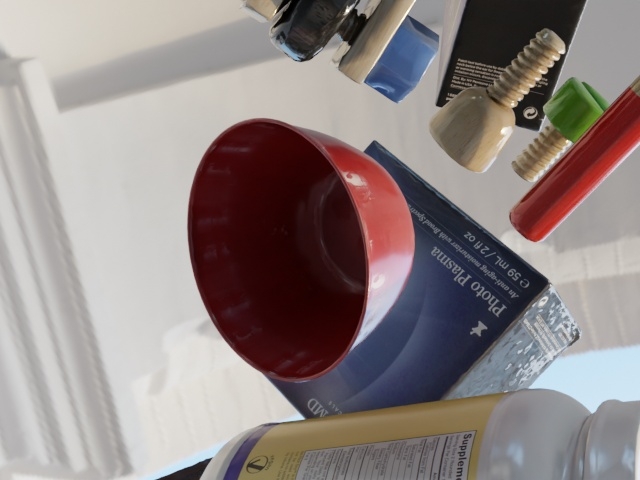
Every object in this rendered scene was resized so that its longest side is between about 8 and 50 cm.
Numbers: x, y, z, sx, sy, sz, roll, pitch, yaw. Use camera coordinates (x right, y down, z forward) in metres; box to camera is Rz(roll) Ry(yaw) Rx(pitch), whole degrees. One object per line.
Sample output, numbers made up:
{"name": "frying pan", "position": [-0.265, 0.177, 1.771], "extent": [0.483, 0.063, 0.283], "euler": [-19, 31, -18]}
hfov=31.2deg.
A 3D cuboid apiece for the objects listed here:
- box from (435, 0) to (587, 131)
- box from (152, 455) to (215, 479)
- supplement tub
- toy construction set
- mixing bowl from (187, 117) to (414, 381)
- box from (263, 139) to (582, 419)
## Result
{"name": "box", "position": [0.175, -0.251, 1.018], "extent": [0.103, 0.261, 0.184], "euler": [15, -51, -2]}
{"name": "box", "position": [-0.129, 0.357, 1.122], "extent": [0.168, 0.167, 0.203], "euler": [38, -47, 44]}
{"name": "supplement tub", "position": [0.093, 0.235, 0.828], "extent": [0.331, 0.241, 0.241], "euler": [-12, -78, 26]}
{"name": "toy construction set", "position": [0.085, -0.190, 0.572], "extent": [0.309, 0.257, 0.237], "euler": [47, -64, 10]}
{"name": "mixing bowl", "position": [0.000, 0.000, 0.807], "extent": [0.181, 0.098, 0.182], "euler": [14, -71, 44]}
{"name": "box", "position": [0.085, 0.098, 1.331], "extent": [0.294, 0.183, 0.296], "euler": [-48, -123, -1]}
